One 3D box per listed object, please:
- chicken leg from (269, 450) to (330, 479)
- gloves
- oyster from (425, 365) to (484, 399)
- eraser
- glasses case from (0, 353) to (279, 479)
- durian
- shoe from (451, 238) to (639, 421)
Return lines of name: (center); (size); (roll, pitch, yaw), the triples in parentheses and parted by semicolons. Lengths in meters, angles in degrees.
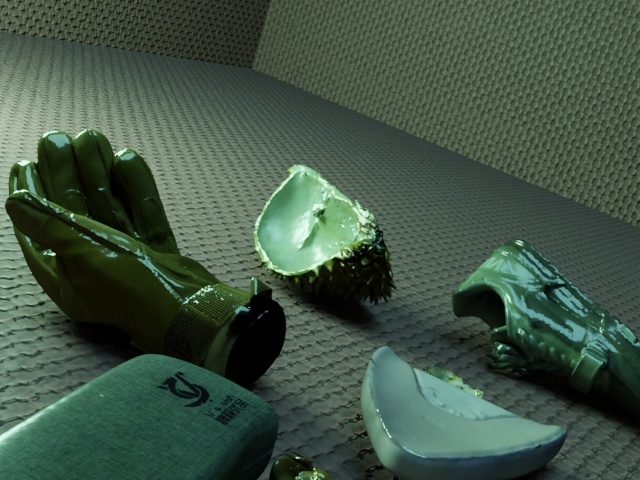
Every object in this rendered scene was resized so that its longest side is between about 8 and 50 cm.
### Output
chicken leg: (-0.015, 0.193, 0.561); (0.101, 0.085, 0.207); (27, 4, -16)
gloves: (-0.185, 0.023, 0.844); (0.331, 0.141, 0.154); (35, 47, 20)
oyster: (0.146, 0.163, 0.943); (0.054, 0.019, 0.083); (9, 16, -33)
eraser: (0.106, 0.174, 0.788); (0.204, 0.059, 0.243); (24, 14, 20)
glasses case: (-0.139, 0.161, 0.545); (0.131, 0.074, 0.323); (23, 17, 13)
durian: (0.000, 0.000, 1.113); (0.144, 0.139, 0.252); (4, 21, -27)
shoe: (0.280, 0.135, 1.067); (0.149, 0.109, 0.293); (-31, 60, -18)
